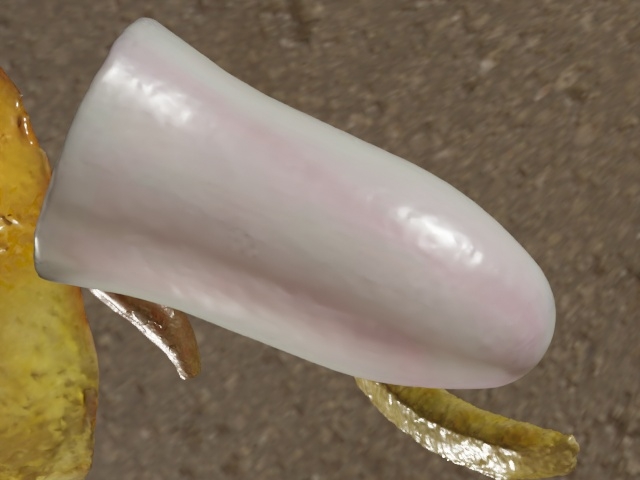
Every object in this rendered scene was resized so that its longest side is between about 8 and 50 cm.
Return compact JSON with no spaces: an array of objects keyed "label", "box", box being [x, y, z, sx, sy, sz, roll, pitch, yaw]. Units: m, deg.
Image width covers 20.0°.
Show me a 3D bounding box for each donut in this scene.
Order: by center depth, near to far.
[{"label":"donut","box":[-0.339,0.054,1.584,0.378,0.163,0.435,57,150,23]}]

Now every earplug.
[{"label":"earplug","box":[0.000,0.000,1.094,0.301,0.172,0.172,22,111,5]}]

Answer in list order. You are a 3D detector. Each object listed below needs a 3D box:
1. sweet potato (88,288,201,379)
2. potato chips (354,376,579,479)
[{"label":"sweet potato","box":[-0.216,0.046,1.896,0.255,0.058,0.078,36,130,1]},{"label":"potato chips","box":[0.114,0.166,1.871,0.407,0.080,0.057,30,149,54]}]
